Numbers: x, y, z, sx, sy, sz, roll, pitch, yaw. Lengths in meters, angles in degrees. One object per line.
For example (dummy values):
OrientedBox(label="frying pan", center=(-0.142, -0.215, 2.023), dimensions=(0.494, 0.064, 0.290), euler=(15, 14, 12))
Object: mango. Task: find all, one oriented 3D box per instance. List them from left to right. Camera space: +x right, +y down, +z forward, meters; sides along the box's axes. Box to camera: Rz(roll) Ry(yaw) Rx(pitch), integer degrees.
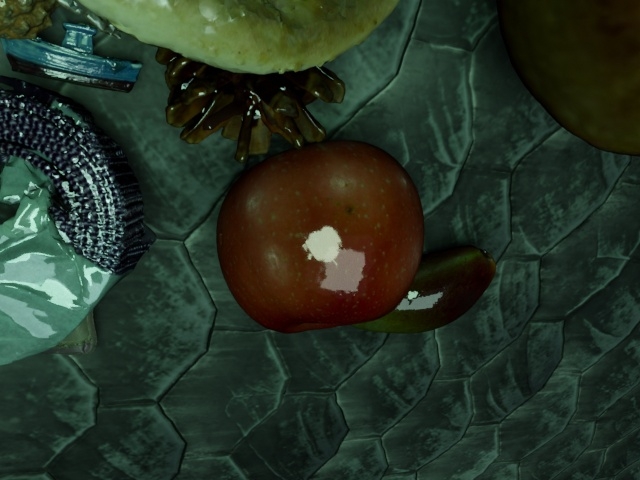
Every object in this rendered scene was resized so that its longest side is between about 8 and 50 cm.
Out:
OrientedBox(label="mango", center=(0.166, 0.091, 0.918), dimensions=(0.267, 0.111, 0.133), euler=(-19, 141, -1))

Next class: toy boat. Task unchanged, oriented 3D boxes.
OrientedBox(label="toy boat", center=(-0.255, -0.194, 0.576), dimensions=(0.137, 0.060, 0.061), euler=(4, 98, -23))

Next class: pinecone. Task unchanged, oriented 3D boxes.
OrientedBox(label="pinecone", center=(-0.065, -0.186, 0.566), dimensions=(0.202, 0.201, 0.229), euler=(-3, 146, -8))

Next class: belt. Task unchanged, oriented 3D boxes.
OrientedBox(label="belt", center=(-0.347, -0.005, 0.583), dimensions=(0.325, 0.122, 0.260), euler=(-42, 102, 1))

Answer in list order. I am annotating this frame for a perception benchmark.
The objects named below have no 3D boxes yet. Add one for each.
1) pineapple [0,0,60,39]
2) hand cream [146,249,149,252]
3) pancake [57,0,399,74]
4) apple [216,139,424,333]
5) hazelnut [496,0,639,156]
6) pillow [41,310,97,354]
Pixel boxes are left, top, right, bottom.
OrientedBox(label="pineapple", center=(-0.239, -0.311, 0.456), dimensions=(0.130, 0.119, 0.277), euler=(-9, 138, -53))
OrientedBox(label="hand cream", center=(-0.322, 0.015, 0.714), dimensions=(0.194, 0.042, 0.067), euler=(-8, 136, -9))
OrientedBox(label="pancake", center=(-0.066, -0.305, 0.397), dimensions=(0.382, 0.071, 0.382), euler=(-2, 94, -37))
OrientedBox(label="apple", center=(0.000, 0.000, 0.689), dimensions=(0.260, 0.217, 0.260), euler=(-9, 171, -1))
OrientedBox(label="hazelnut", center=(0.371, -0.298, 0.545), dimensions=(0.402, 0.402, 0.429), euler=(-12, 152, -13))
OrientedBox(label="pillow", center=(-0.358, 0.085, 0.731), dimensions=(0.130, 0.038, 0.233), euler=(11, 132, -16))
